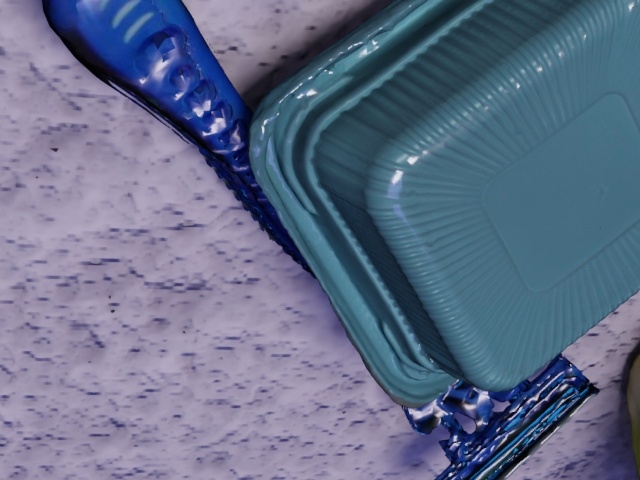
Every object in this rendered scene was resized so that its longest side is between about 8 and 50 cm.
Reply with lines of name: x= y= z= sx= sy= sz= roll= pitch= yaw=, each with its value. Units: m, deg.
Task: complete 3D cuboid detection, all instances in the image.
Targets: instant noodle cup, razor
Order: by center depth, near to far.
instant noodle cup: x=0.078 y=-0.027 z=0.553 sx=0.179 sy=0.070 sz=0.157 roll=-37 pitch=121 yaw=-8
razor: x=-0.005 y=-0.004 z=0.591 sx=0.093 sy=0.056 sz=0.324 roll=-44 pitch=124 yaw=-2

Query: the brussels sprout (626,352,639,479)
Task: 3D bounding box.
brussels sprout: x=0.233 y=0.114 z=0.647 sx=0.161 sy=0.223 sz=0.223 roll=16 pitch=120 yaw=-21
